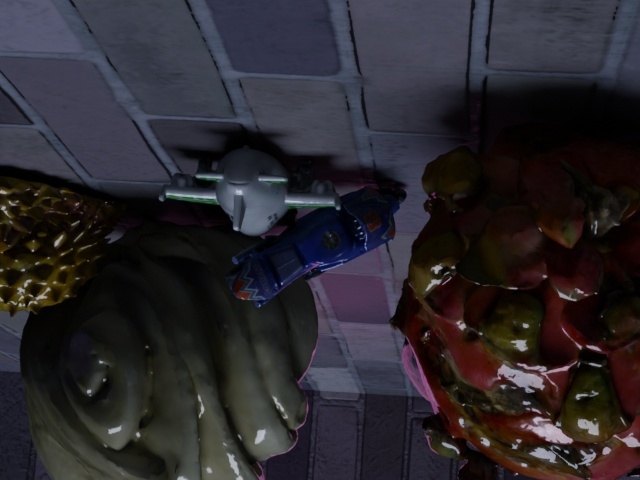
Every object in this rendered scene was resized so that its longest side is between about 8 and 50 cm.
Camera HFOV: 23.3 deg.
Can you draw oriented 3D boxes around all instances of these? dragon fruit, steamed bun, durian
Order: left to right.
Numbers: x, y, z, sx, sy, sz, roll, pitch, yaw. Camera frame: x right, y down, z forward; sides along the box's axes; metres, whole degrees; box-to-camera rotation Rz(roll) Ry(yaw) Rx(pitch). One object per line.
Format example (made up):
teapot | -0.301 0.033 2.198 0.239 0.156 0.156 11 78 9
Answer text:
durian | -0.370 -0.018 1.650 0.260 0.154 0.186 -8 140 18
steamed bun | -0.188 0.127 1.724 0.352 0.339 0.247 -7 155 34
dragon fruit | 0.182 0.019 1.299 0.296 0.314 0.263 -4 147 31

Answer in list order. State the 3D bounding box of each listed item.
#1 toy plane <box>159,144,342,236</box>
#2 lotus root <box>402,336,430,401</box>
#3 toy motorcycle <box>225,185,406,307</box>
toy plane | -0.066 -0.044 1.467 0.174 0.080 0.174 3 177 0
lotus root | 0.208 0.132 1.985 0.175 0.175 0.349 8 164 -15
toy motorcycle | 0.000 0.000 1.527 0.205 0.076 0.114 -27 -173 -7
